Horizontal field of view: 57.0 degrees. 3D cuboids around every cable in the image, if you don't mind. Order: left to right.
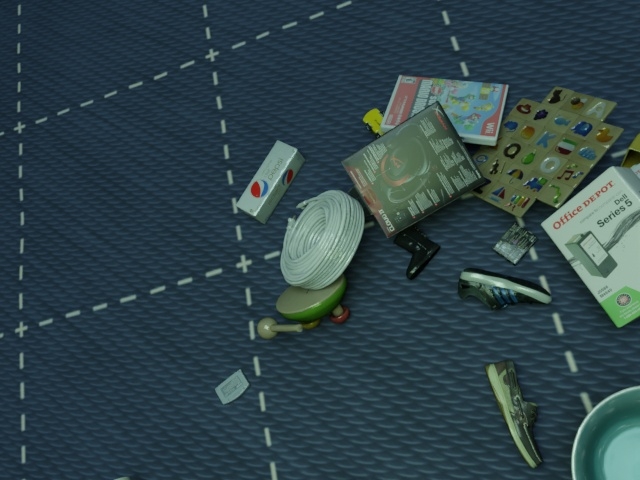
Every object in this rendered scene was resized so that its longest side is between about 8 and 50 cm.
[{"bbox_3d":[0.000,0.000,1.418,0.257,0.089,0.257,-23,44,51],"label":"cable"}]

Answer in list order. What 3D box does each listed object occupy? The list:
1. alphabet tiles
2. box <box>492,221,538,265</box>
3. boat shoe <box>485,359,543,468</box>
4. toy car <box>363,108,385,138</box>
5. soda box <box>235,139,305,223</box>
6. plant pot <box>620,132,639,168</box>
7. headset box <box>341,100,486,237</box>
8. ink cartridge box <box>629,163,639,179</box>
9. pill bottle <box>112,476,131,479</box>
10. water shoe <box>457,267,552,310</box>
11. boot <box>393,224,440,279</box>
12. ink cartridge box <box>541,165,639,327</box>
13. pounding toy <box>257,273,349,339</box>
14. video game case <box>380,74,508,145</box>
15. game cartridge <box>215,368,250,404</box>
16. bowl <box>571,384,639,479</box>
[{"bbox_3d":[0.511,-0.213,1.380,0.342,0.011,0.285,-49,41,-2],"label":"alphabet tiles"},{"bbox_3d":[0.454,0.008,1.378,0.067,0.018,0.083,39,87,25],"label":"box"},{"bbox_3d":[0.419,0.357,1.238,0.073,0.080,0.223,-26,62,13],"label":"boat shoe"},{"bbox_3d":[0.230,-0.242,1.517,0.225,0.053,0.238,-10,70,14],"label":"toy car"},{"bbox_3d":[-0.134,-0.157,1.597,0.074,0.069,0.216,28,82,25],"label":"soda box"},{"bbox_3d":[0.740,-0.202,1.327,0.082,0.081,0.083,27,72,24],"label":"plant pot"},{"bbox_3d":[0.206,-0.160,1.403,0.293,0.110,0.218,-31,94,15],"label":"headset box"},{"bbox_3d":[0.704,-0.077,1.302,0.109,0.063,0.150,-34,65,5],"label":"ink cartridge box"},{"bbox_3d":[-0.447,0.694,1.367,0.146,0.146,0.264,-31,66,6],"label":"pill bottle"},{"bbox_3d":[0.414,0.122,1.337,0.203,0.073,0.080,16,104,22],"label":"water shoe"},{"bbox_3d":[0.220,0.024,1.434,0.099,0.045,0.121,38,79,23],"label":"boot"},{"bbox_3d":[0.629,0.010,1.224,0.198,0.115,0.272,-48,60,36],"label":"ink cartridge box"},{"bbox_3d":[-0.018,0.177,1.417,0.183,0.110,0.237,-6,28,46],"label":"pounding toy"},{"bbox_3d":[0.314,-0.334,1.494,0.285,0.025,0.204,10,56,17],"label":"video game case"},{"bbox_3d":[-0.218,0.369,1.475,0.083,0.017,0.056,-38,62,3],"label":"game cartridge"},{"bbox_3d":[0.628,0.433,1.099,0.312,0.163,0.311,-6,71,17],"label":"bowl"}]
